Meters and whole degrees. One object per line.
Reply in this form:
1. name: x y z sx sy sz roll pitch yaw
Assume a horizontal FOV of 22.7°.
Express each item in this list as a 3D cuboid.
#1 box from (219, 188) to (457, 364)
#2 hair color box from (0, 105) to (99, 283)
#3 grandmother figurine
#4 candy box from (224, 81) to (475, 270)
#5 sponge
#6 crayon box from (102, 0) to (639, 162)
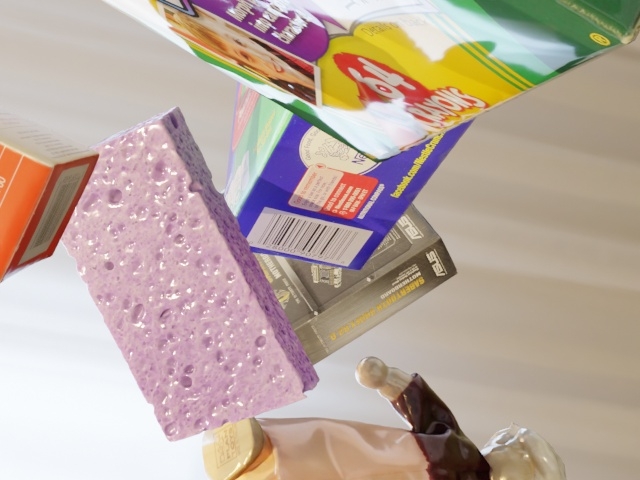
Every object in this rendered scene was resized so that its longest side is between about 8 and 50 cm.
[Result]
1. box: 0.000 0.000 1.549 0.183 0.056 0.231 -33 43 -3
2. hair color box: -0.177 -0.045 0.608 0.053 0.167 0.093 -63 0 7
3. grandmother figurine: 0.069 0.195 1.321 0.104 0.342 0.207 -29 60 49
4. candy box: 0.028 -0.180 1.118 0.268 0.122 0.317 124 156 -58
5. sponge: -0.098 0.027 1.068 0.117 0.210 0.031 -22 10 27
6. crayon box: -0.044 -0.170 0.693 0.106 0.313 0.363 -63 8 -9
